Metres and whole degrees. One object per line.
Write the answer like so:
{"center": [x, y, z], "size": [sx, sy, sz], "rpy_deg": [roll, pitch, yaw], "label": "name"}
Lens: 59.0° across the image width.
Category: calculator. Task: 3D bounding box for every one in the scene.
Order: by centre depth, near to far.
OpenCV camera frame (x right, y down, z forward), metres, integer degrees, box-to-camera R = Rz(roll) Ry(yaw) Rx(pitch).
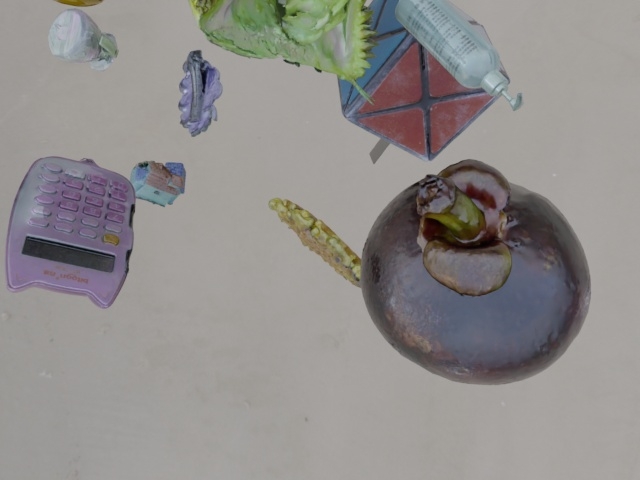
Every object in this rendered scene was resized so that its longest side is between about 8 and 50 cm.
{"center": [-0.412, -0.024, 0.949], "size": [0.194, 0.294, 0.043], "rpy_deg": [15, 141, -26], "label": "calculator"}

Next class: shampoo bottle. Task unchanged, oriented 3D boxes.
{"center": [0.164, -0.218, 0.654], "size": [0.056, 0.056, 0.195], "rpy_deg": [-38, 70, 6], "label": "shampoo bottle"}

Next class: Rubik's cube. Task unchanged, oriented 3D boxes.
{"center": [0.199, -0.367, 1.203], "size": [0.255, 0.260, 0.259], "rpy_deg": [23, 130, -27], "label": "Rubik's cube"}

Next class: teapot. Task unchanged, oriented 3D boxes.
{"center": [-0.282, -0.241, 0.693], "size": [0.083, 0.064, 0.064], "rpy_deg": [17, 92, 24], "label": "teapot"}

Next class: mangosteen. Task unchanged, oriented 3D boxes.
{"center": [0.200, 0.032, 0.745], "size": [0.297, 0.297, 0.293], "rpy_deg": [3, 116, -2], "label": "mangosteen"}

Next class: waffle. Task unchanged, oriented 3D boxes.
{"center": [0.006, 0.006, 1.372], "size": [0.058, 0.281, 0.301], "rpy_deg": [-49, 123, -7], "label": "waffle"}

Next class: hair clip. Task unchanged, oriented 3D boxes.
{"center": [-0.267, -0.322, 1.223], "size": [0.124, 0.052, 0.195], "rpy_deg": [-8, 80, 36], "label": "hair clip"}

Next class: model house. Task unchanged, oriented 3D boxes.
{"center": [-0.435, -0.177, 1.578], "size": [0.148, 0.149, 0.119], "rpy_deg": [23, 62, -36], "label": "model house"}

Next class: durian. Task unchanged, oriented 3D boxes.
{"center": [-0.041, -0.283, 0.664], "size": [0.157, 0.355, 0.169], "rpy_deg": [17, 100, 31], "label": "durian"}

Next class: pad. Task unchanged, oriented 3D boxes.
{"center": [0.219, -0.330, 1.710], "size": [0.003, 0.143, 0.211], "rpy_deg": [34, 108, -14], "label": "pad"}

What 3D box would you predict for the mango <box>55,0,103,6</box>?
{"center": [-0.294, -0.311, 0.552], "size": [0.098, 0.137, 0.195], "rpy_deg": [-20, 126, 33], "label": "mango"}
